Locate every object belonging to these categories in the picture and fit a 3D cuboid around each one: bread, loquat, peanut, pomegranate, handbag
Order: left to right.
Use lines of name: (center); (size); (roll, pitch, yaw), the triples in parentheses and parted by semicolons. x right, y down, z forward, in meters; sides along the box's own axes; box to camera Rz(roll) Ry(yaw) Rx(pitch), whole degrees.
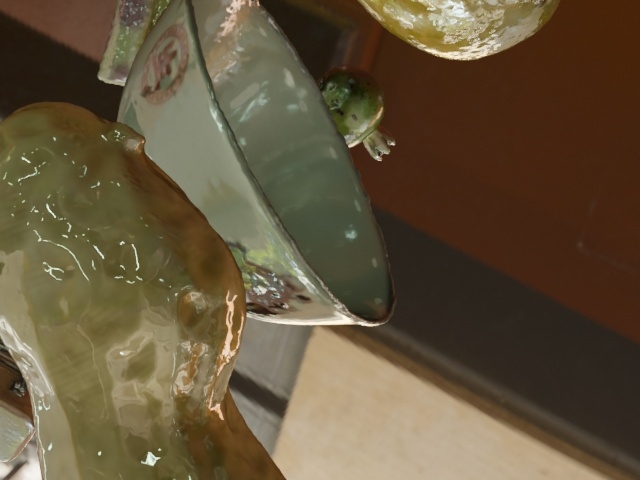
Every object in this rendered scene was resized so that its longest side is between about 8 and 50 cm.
handbag: (-0.394, 0.156, 1.361); (0.193, 0.072, 0.151); (33, 138, -13)
peanut: (-0.081, 0.065, 0.543); (0.117, 0.101, 0.263); (-10, 98, 43)
bread: (-0.183, -0.367, 1.723); (0.187, 0.155, 0.338); (13, 94, -8)
pomegranate: (0.046, -0.167, 1.645); (0.114, 0.114, 0.142); (-23, 128, 39)
loquat: (0.141, -0.346, 1.379); (0.276, 0.276, 0.284); (-10, 134, 36)

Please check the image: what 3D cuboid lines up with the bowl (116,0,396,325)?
bowl: (-0.081, -0.052, 1.051); (0.157, 0.337, 0.337); (-25, 105, 15)
